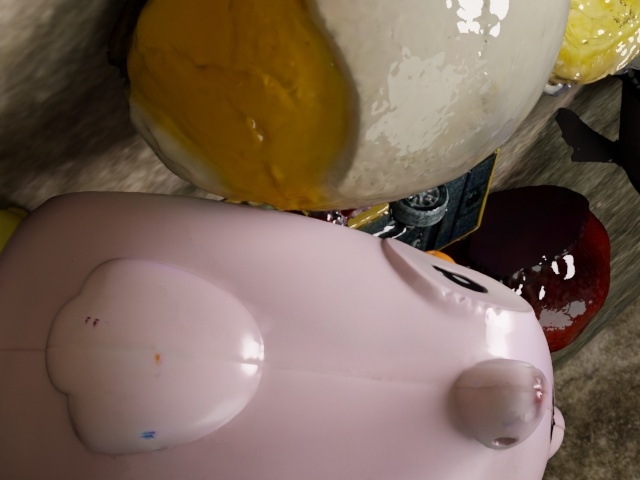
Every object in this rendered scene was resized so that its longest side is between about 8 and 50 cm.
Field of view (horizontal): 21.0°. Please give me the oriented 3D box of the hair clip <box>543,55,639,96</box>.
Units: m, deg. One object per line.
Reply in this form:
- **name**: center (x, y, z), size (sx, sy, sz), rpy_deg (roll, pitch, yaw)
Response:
- **hair clip**: center (0.201, -0.173, 1.488), size (0.172, 0.116, 0.049), rpy_deg (-20, -142, 42)

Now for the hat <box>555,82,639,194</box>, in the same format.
- **hat**: center (0.420, -0.111, 1.938), size (0.238, 0.336, 0.209), rpy_deg (-51, -151, -22)

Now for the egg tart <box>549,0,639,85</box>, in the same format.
- **egg tart**: center (0.197, -0.223, 1.282), size (0.212, 0.090, 0.212), rpy_deg (-18, 122, -32)

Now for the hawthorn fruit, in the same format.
- **hawthorn fruit**: center (0.238, 0.039, 2.035), size (0.215, 0.215, 0.249), rpy_deg (-40, 172, 4)

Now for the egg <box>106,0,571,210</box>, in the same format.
- **egg**: center (0.045, -0.133, 1.062), size (0.337, 0.201, 0.337), rpy_deg (-36, 167, -10)

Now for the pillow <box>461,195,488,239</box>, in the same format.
- **pillow**: center (0.137, -0.037, 1.823), size (0.091, 0.055, 0.135), rpy_deg (-49, 164, 26)

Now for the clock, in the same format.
- **clock**: center (-0.034, 0.120, 1.152), size (0.368, 0.376, 0.250), rpy_deg (49, 48, -74)

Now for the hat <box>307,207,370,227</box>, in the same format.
- **hat**: center (0.048, -0.105, 1.322), size (0.129, 0.140, 0.227), rpy_deg (-16, -159, 48)

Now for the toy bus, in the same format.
- **toy bus**: center (0.000, 0.000, 1.466), size (0.335, 0.123, 0.121), rpy_deg (-28, 150, -29)

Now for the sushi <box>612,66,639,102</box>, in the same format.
- **sushi**: center (0.369, -0.220, 1.518), size (0.238, 0.225, 0.219), rpy_deg (-28, 159, -43)
